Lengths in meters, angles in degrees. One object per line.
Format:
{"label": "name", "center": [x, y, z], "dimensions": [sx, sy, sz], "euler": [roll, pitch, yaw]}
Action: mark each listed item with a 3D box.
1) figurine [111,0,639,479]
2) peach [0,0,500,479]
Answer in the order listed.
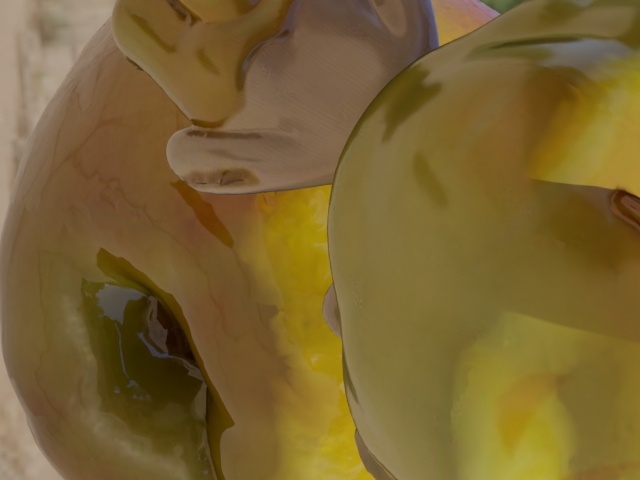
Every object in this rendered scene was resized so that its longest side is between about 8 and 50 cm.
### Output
{"label": "figurine", "center": [0.039, -0.019, 0.489], "dimensions": [0.156, 0.246, 0.131], "euler": [-51, 146, -6]}
{"label": "peach", "center": [0.003, -0.003, 0.902], "dimensions": [0.308, 0.289, 0.289], "euler": [-35, 126, -50]}
